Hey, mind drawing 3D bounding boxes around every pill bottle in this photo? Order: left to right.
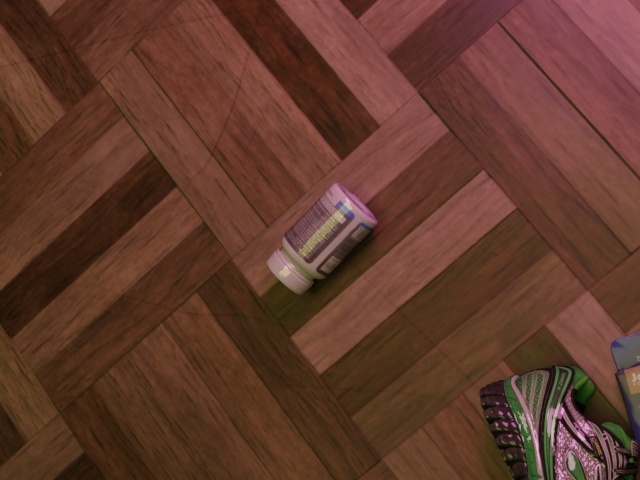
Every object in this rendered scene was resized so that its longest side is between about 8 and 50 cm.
[{"bbox_3d":[0.000,0.000,1.526,0.137,0.078,0.078,-46,72,10],"label":"pill bottle"}]

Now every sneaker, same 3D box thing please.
[{"bbox_3d":[0.297,0.279,1.322,0.146,0.134,0.343,-25,55,8],"label":"sneaker"}]

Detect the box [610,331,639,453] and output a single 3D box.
[{"bbox_3d":[0.426,0.205,1.375,0.137,0.036,0.225,-19,77,17],"label":"box"}]
